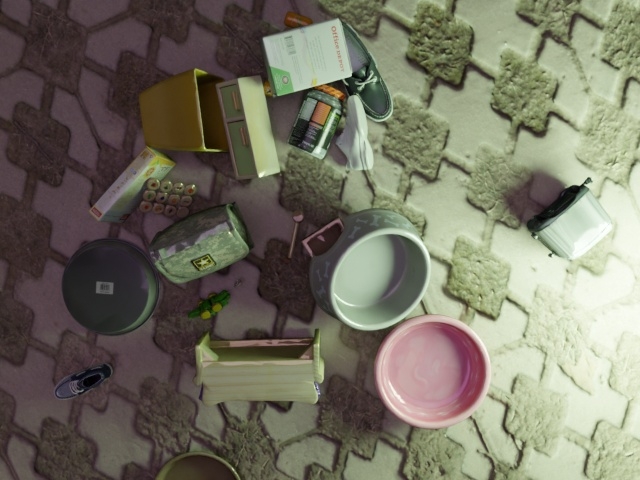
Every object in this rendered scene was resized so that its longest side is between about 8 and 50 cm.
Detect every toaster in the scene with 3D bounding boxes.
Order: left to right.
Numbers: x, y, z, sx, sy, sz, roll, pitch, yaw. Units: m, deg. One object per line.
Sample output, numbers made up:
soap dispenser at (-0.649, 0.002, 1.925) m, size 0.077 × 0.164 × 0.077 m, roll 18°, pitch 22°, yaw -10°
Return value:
toaster at (0.705, -0.052, 1.902) m, size 0.227 × 0.129 × 0.146 m, roll -41°, pitch 97°, yaw 2°

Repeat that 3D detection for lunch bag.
lunch bag at (-0.319, 0.005, 1.845) m, size 0.235 × 0.287 × 0.169 m, roll -22°, pitch 93°, yaw 2°

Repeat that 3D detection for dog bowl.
dog bowl at (0.146, 0.091, 1.865) m, size 0.349 × 0.102 × 0.349 m, roll -9°, pitch 115°, yaw -19°

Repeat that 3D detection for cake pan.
cake pan at (-0.616, 0.139, 1.978) m, size 0.293 × 0.054 × 0.293 m, roll 0°, pitch 94°, yaw 1°

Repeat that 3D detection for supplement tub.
supplement tub at (-0.009, -0.333, 1.897) m, size 0.117 × 0.117 × 0.190 m, roll 24°, pitch 94°, yaw -1°

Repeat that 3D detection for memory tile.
memory tile at (-0.429, -0.118, 1.919) m, size 0.148 × 0.012 × 0.113 m, roll 7°, pitch 121°, yaw -35°

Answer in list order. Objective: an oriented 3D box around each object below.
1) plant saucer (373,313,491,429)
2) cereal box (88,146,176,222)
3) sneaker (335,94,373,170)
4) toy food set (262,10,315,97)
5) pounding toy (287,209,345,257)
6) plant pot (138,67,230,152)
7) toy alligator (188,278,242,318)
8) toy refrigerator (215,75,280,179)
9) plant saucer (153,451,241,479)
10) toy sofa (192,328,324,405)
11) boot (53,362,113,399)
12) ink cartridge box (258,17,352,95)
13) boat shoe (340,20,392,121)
plant saucer at (0.317, 0.371, 1.963) m, size 0.332 × 0.084 × 0.332 m, roll 0°, pitch 95°, yaw 1°
cereal box at (-0.519, -0.150, 1.892) m, size 0.047 × 0.173 × 0.240 m, roll 44°, pitch 93°, yaw 4°
sneaker at (0.084, -0.297, 1.908) m, size 0.094 × 0.080 × 0.212 m, roll -4°, pitch 109°, yaw 21°
toy food set at (-0.075, -0.499, 1.887) m, size 0.104 × 0.111 × 0.232 m, roll 19°, pitch 95°, yaw -1°
pounding toy at (-0.011, 0.000, 1.934) m, size 0.181 × 0.094 × 0.206 m, roll -33°, pitch 93°, yaw 3°
plant pot at (-0.375, -0.337, 1.870) m, size 0.187 × 0.212 × 0.212 m, roll -6°, pitch 94°, yaw 14°
toy alligator at (-0.296, 0.181, 1.979) m, size 0.190 × 0.056 × 0.051 m, roll -33°, pitch 135°, yaw 2°
toy refrigerator at (-0.203, -0.308, 1.878) m, size 0.102 × 0.094 × 0.269 m, roll 1°, pitch 106°, yaw 44°
plant saucer at (-0.363, 0.757, 2.028) m, size 0.278 × 0.041 × 0.278 m, roll 0°, pitch 95°, yaw 0°
toy sofa at (-0.171, 0.357, 1.938) m, size 0.362 × 0.150 × 0.177 m, roll -2°, pitch 99°, yaw 1°
boot at (-0.703, 0.416, 1.984) m, size 0.190 × 0.086 × 0.069 m, roll -29°, pitch 93°, yaw 3°
ink cartridge box at (-0.040, -0.484, 1.796) m, size 0.212 × 0.093 × 0.154 m, roll -17°, pitch 107°, yaw -7°
boat shoe at (0.104, -0.469, 1.896) m, size 0.114 × 0.091 × 0.302 m, roll -35°, pitch 93°, yaw 4°
